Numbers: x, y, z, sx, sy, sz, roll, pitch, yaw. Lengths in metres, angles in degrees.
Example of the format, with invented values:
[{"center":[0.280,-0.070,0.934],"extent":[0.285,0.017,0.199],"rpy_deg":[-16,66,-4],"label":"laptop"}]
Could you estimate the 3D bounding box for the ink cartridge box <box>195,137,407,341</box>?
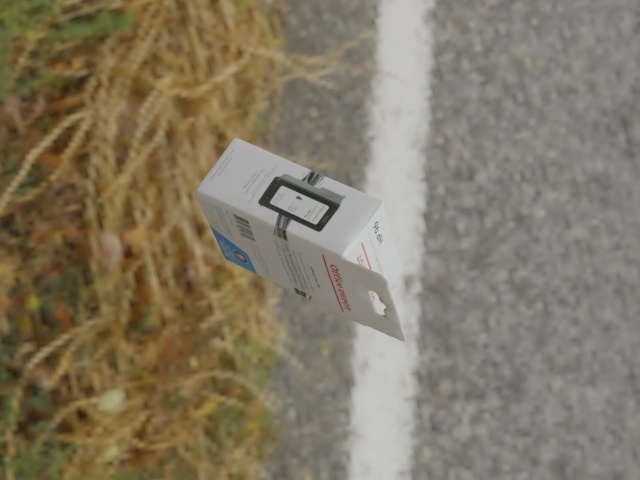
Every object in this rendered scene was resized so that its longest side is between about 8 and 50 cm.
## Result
[{"center":[0.000,0.000,0.643],"extent":[0.028,0.083,0.048],"rpy_deg":[-54,152,-21],"label":"ink cartridge box"}]
